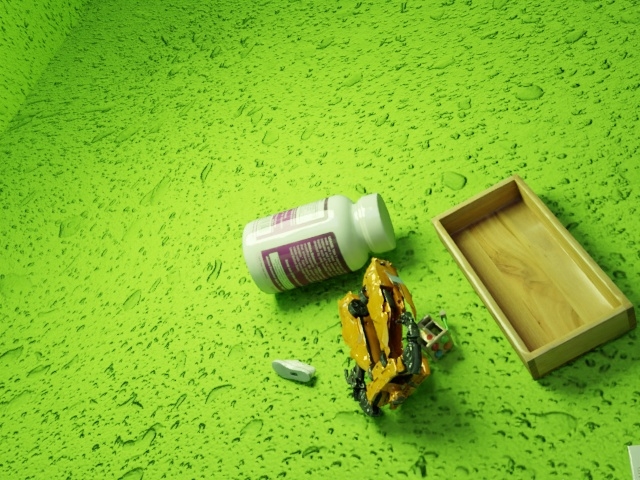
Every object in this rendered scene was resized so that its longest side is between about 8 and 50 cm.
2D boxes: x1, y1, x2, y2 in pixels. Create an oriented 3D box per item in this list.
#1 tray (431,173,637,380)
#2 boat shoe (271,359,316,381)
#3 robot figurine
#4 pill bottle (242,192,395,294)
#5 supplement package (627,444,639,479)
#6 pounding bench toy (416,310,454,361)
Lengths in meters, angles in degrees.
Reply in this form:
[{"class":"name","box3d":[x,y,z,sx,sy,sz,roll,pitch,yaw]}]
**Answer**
[{"class":"tray","box3d":[0.390,0.055,1.546,0.203,0.076,0.410,-29,42,2]},{"class":"boat shoe","box3d":[-0.052,0.256,1.631,0.100,0.035,0.035,6,26,37]},{"class":"robot figurine","box3d":[0.119,0.184,1.522,0.211,0.085,0.291,-54,36,34]},{"class":"pill bottle","box3d":[0.000,0.000,1.740,0.302,0.169,0.169,-16,45,15]},{"class":"supplement package","box3d":[0.542,0.354,1.157,0.179,0.105,0.105,-11,45,20]},{"class":"pounding bench toy","box3d":[0.223,0.176,1.537,0.083,0.052,0.065,-40,44,-10]}]
